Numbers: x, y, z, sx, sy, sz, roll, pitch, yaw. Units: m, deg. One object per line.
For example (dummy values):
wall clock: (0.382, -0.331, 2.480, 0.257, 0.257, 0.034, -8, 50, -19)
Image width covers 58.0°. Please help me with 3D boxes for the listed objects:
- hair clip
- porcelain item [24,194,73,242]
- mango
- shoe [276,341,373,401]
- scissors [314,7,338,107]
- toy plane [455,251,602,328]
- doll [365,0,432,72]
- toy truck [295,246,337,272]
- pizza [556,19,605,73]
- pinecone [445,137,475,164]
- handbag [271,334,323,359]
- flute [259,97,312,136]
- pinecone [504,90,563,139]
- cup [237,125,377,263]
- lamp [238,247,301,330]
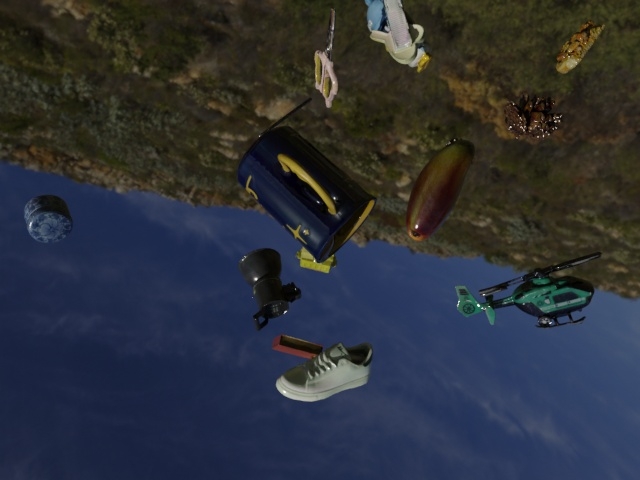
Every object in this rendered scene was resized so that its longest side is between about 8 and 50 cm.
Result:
hair clip: (0.221, -0.618, 1.695, 0.071, 0.159, 0.219, 11, -116, -70)
porcelain item: (-0.950, -0.073, 2.017, 0.147, 0.147, 0.114, 13, -148, -45)
mango: (0.284, -0.124, 1.398, 0.111, 0.268, 0.133, 33, -166, 29)
shoe: (0.029, 0.432, 1.969, 0.363, 0.160, 0.132, -4, -148, -29)
scissors: (0.020, -0.519, 1.627, 0.024, 0.317, 0.160, -17, -118, -15)
toy plane: (0.550, 0.146, 1.509, 0.106, 0.381, 0.155, -58, -50, -64)
doll: (0.261, -0.720, 1.990, 0.314, 0.141, 0.177, 50, 178, 5)
toy truck: (0.000, 0.000, 1.605, 0.124, 0.272, 0.157, 14, -115, 1)
pizza: (0.604, -0.459, 1.364, 0.046, 0.134, 0.175, 36, -159, 2)
pinecone: (0.455, -0.285, 1.917, 0.102, 0.102, 0.109, -6, -121, -58)
handbag: (-0.093, 0.439, 2.373, 0.190, 0.127, 0.063, 18, -113, -13)
flute: (-0.118, -0.431, 2.009, 0.014, 0.014, 0.269, 42, -120, 9)
pinecone: (0.725, -0.423, 1.971, 0.195, 0.150, 0.179, 14, 175, 9)
cup: (-0.025, -0.123, 1.166, 0.256, 0.255, 0.178, 43, -122, 10)
lamp: (-0.158, 0.154, 1.843, 0.172, 0.147, 0.227, -16, -126, -12)
